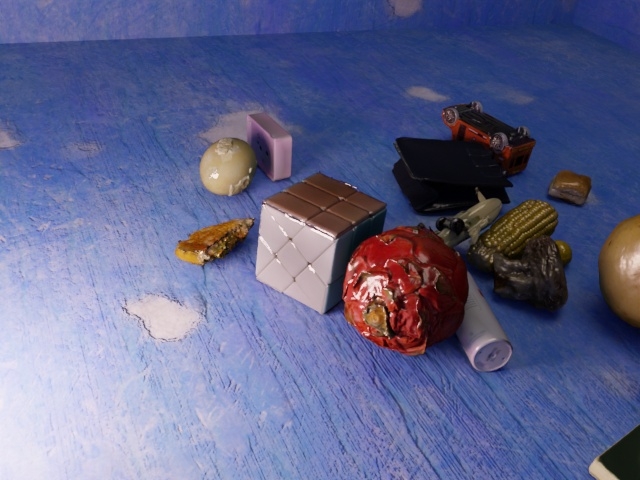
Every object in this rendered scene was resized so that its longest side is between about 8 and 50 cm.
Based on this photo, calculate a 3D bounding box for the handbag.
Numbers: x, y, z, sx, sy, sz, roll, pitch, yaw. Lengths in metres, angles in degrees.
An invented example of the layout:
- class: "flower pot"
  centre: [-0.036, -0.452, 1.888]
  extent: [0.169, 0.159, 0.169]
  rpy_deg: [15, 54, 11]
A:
- class: "handbag"
  centre: [0.403, -0.202, 2.218]
  extent: [0.329, 0.122, 0.303]
  rpy_deg: [-1, 32, -10]

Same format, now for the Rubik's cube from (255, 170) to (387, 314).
- class: "Rubik's cube"
  centre: [0.000, 0.000, 1.740]
  extent: [0.221, 0.231, 0.224]
  rpy_deg: [26, 36, 26]

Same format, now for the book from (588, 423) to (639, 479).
- class: "book"
  centre: [0.713, 0.479, 1.307]
  extent: [0.260, 0.043, 0.371]
  rpy_deg: [-17, 41, -36]

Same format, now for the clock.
- class: "clock"
  centre: [-0.159, -0.290, 2.225]
  extent: [0.063, 0.150, 0.197]
  rpy_deg: [-16, 39, -26]

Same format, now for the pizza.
- class: "pizza"
  centre: [-0.269, 0.008, 1.833]
  extent: [0.147, 0.069, 0.226]
  rpy_deg: [-1, 23, 29]

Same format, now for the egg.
- class: "egg"
  centre: [-0.268, -0.212, 2.083]
  extent: [0.164, 0.164, 0.201]
  rpy_deg: [16, 39, 14]

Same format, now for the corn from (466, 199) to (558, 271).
- class: "corn"
  centre: [0.525, -0.014, 1.943]
  extent: [0.130, 0.130, 0.347]
  rpy_deg: [32, 46, 33]

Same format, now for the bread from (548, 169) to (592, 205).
- class: "bread"
  centre: [0.790, -0.171, 2.275]
  extent: [0.125, 0.082, 0.106]
  rpy_deg: [20, 29, 14]

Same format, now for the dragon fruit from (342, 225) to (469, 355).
- class: "dragon fruit"
  centre: [0.185, 0.107, 1.578]
  extent: [0.277, 0.278, 0.342]
  rpy_deg: [15, 25, 13]

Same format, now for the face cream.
- class: "face cream"
  centre: [0.336, 0.153, 1.682]
  extent: [0.101, 0.102, 0.346]
  rpy_deg: [-1, 35, -11]

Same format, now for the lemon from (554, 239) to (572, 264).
- class: "lemon"
  centre: [0.646, 0.031, 1.957]
  extent: [0.065, 0.065, 0.092]
  rpy_deg: [-10, 39, -24]

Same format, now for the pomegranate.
- class: "pomegranate"
  centre: [0.822, 0.084, 1.688]
  extent: [0.332, 0.333, 0.333]
  rpy_deg: [5, 33, -3]

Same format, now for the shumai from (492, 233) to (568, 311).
- class: "shumai"
  centre: [0.515, 0.087, 1.795]
  extent: [0.175, 0.166, 0.206]
  rpy_deg: [-10, 29, 16]

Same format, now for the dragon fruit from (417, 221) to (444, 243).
- class: "dragon fruit"
  centre: [0.264, 0.031, 1.765]
  extent: [0.068, 0.112, 0.126]
  rpy_deg: [21, 24, -29]

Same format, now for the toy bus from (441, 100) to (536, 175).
- class: "toy bus"
  centre: [0.556, -0.352, 2.447]
  extent: [0.143, 0.153, 0.329]
  rpy_deg: [-20, 43, -32]

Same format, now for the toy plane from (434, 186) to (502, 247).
- class: "toy plane"
  centre: [0.376, -0.037, 1.893]
  extent: [0.256, 0.104, 0.242]
  rpy_deg: [-44, 14, -13]
